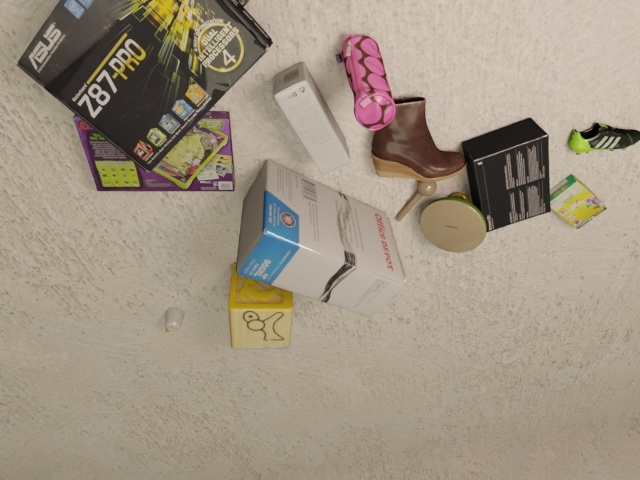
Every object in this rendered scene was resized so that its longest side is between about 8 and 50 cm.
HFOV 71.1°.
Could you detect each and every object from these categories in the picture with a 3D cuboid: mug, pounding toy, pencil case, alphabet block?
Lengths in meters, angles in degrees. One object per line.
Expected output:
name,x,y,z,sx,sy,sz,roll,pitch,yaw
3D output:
mug,-0.496,0.277,1.515,0.062,0.064,0.078,0,132,-7
pounding toy,0.364,-0.082,1.277,0.237,0.110,0.183,33,139,5
pencil case,0.094,-0.333,0.932,0.095,0.209,0.098,-22,146,18
alphabet block,-0.184,0.205,1.397,0.192,0.193,0.197,1,132,-8

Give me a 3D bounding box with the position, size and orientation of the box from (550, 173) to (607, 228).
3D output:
box,0.749,-0.108,1.315,0.179,0.043,0.105,30,122,-25

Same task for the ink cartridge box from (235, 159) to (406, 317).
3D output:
ink cartridge box,0.000,0.000,1.169,0.395,0.285,0.166,22,128,-23

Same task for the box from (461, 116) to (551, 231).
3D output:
box,0.498,-0.167,1.196,0.184,0.103,0.261,-20,131,8

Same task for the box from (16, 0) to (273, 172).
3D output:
box,-0.342,-0.375,0.893,0.395,0.097,0.318,-36,115,21

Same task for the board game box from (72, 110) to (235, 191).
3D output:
board game box,-0.390,-0.215,1.098,0.346,0.056,0.208,0,136,-6

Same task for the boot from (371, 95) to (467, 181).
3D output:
boot,0.250,-0.249,1.102,0.248,0.090,0.207,-3,134,1

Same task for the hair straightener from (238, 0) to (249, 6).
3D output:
hair straightener,-0.120,-0.550,0.823,0.089,0.047,0.230,7,131,-11

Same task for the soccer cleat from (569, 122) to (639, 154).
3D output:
soccer cleat,0.741,-0.270,1.158,0.179,0.060,0.072,-9,131,6

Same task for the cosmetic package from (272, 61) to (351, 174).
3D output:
cosmetic package,-0.017,-0.277,1.034,0.085,0.117,0.231,-22,129,14
